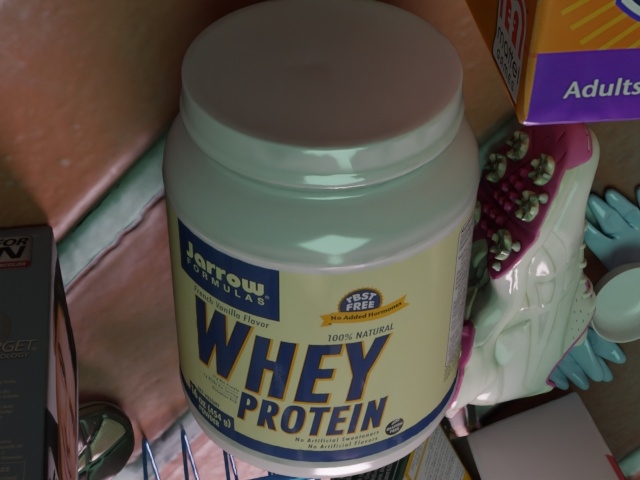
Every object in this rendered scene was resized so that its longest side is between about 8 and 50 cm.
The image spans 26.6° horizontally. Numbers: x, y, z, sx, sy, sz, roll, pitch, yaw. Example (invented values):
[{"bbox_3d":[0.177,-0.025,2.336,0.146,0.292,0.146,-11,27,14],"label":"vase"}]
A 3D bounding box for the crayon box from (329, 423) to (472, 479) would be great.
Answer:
[{"bbox_3d":[0.098,0.331,1.361,0.083,0.203,0.323,-1,140,29],"label":"crayon box"}]

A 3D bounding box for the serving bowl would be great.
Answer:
[{"bbox_3d":[0.282,0.053,1.249,0.083,0.027,0.083,-8,122,-13],"label":"serving bowl"}]

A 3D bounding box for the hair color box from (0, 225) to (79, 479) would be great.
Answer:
[{"bbox_3d":[-0.255,0.178,1.058,0.114,0.374,0.185,-5,131,-6],"label":"hair color box"}]

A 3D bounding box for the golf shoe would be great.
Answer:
[{"bbox_3d":[0.188,0.023,1.188,0.140,0.115,0.306,6,127,-21],"label":"golf shoe"}]

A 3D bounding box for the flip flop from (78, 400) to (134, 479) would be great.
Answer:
[{"bbox_3d":[-0.312,0.225,1.293,0.277,0.080,0.112,-28,126,-7],"label":"flip flop"}]

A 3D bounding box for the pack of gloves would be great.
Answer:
[{"bbox_3d":[0.268,0.060,1.280,0.195,0.046,0.232,-33,128,18],"label":"pack of gloves"}]

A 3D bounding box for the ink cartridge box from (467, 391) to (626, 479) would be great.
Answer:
[{"bbox_3d":[0.269,0.344,1.359,0.131,0.226,0.306,-21,123,-1],"label":"ink cartridge box"}]

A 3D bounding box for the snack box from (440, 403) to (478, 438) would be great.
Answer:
[{"bbox_3d":[0.115,0.132,1.325,0.064,0.022,0.178,-12,132,1],"label":"snack box"}]

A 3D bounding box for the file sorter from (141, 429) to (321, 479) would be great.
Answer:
[{"bbox_3d":[-0.084,0.245,1.328,0.170,0.104,0.118,-11,131,-2],"label":"file sorter"}]

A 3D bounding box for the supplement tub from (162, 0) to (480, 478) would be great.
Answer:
[{"bbox_3d":[0.000,0.000,1.049,0.236,0.235,0.324,-5,131,-7],"label":"supplement tub"}]

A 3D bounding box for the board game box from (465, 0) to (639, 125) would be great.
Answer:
[{"bbox_3d":[0.257,-0.315,0.749,0.357,0.356,0.356,-4,131,-8],"label":"board game box"}]
